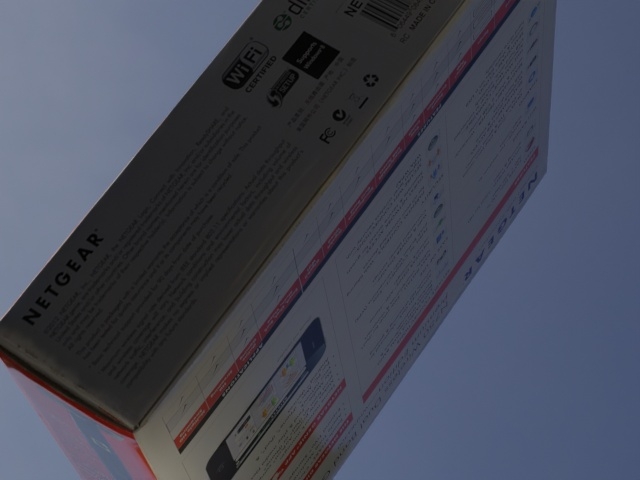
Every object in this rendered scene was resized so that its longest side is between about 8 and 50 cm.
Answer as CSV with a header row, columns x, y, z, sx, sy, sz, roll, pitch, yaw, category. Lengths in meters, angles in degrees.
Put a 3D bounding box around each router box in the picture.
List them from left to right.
x,y,z,sx,sy,sz,roll,pitch,yaw,category
0.000,0.000,0.898,0.082,0.335,0.301,30,-20,18,router box
